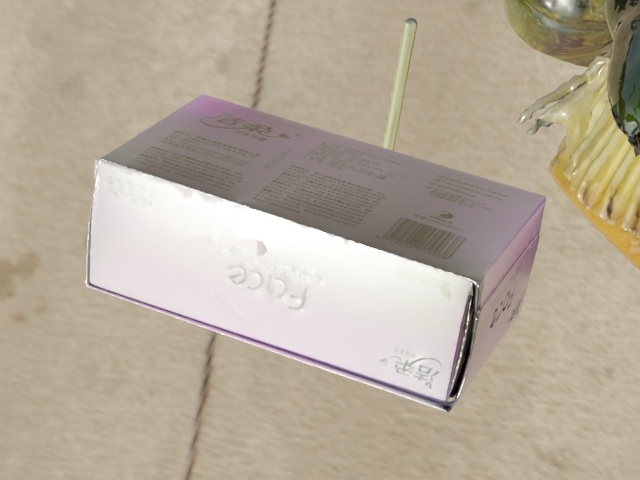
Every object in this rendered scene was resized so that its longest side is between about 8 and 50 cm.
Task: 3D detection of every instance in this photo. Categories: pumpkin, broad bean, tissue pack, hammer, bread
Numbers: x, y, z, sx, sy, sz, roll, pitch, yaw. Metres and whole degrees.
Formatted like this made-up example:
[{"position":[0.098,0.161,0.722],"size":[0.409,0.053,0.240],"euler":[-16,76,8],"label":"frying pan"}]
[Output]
[{"position":[0.367,-0.319,1.954],"size":[0.317,0.139,0.221],"euler":[-6,45,-18],"label":"pumpkin"},{"position":[0.254,-0.169,1.248],"size":[0.077,0.061,0.339],"euler":[-36,29,35],"label":"broad bean"},{"position":[0.000,0.000,1.007],"size":[0.246,0.148,0.092],"euler":[18,118,18],"label":"tissue pack"},{"position":[0.073,-0.129,1.609],"size":[0.028,0.195,0.060],"euler":[7,36,-1],"label":"hammer"},{"position":[0.345,-0.029,1.541],"size":[0.236,0.389,0.183],"euler":[35,95,38],"label":"bread"}]
